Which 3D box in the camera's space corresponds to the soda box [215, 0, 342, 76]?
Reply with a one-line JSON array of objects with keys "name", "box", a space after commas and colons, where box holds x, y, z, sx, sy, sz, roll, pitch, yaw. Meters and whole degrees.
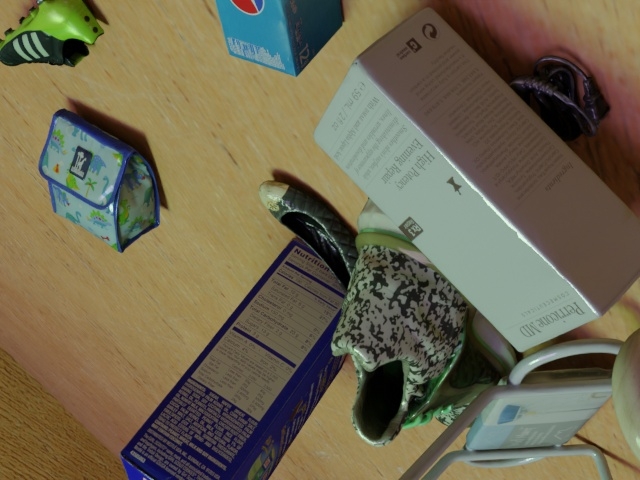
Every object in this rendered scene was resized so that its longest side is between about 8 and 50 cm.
[{"name": "soda box", "box": [-0.040, -0.220, 0.558, 0.067, 0.071, 0.210, 24, 149, 24]}]

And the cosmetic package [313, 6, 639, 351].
[{"name": "cosmetic package", "box": [0.111, -0.038, 0.581, 0.231, 0.085, 0.117, 47, 156, 5]}]

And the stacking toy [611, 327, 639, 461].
[{"name": "stacking toy", "box": [0.354, 0.074, 0.523, 0.141, 0.141, 0.330, 40, 144, -6]}]

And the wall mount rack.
[{"name": "wall mount rack", "box": [0.177, 0.224, 0.800, 0.304, 0.131, 0.350, -4, 148, -5]}]

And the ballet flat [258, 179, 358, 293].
[{"name": "ballet flat", "box": [0.000, 0.000, 0.866, 0.173, 0.049, 0.057, 42, 150, -9]}]

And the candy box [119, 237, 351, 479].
[{"name": "candy box", "box": [-0.082, 0.192, 0.962, 0.122, 0.317, 0.268, 32, 150, 12]}]

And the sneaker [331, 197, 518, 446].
[{"name": "sneaker", "box": [0.082, 0.120, 0.796, 0.158, 0.182, 0.410, 23, 157, 29]}]

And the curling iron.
[{"name": "curling iron", "box": [0.164, -0.034, 0.646, 0.068, 0.035, 0.274, 26, 150, 18]}]

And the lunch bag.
[{"name": "lunch bag", "box": [-0.277, -0.079, 1.021, 0.128, 0.096, 0.151, 28, 136, 20]}]

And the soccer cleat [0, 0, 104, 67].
[{"name": "soccer cleat", "box": [-0.294, -0.211, 0.871, 0.179, 0.060, 0.072, -11, 128, 51]}]
